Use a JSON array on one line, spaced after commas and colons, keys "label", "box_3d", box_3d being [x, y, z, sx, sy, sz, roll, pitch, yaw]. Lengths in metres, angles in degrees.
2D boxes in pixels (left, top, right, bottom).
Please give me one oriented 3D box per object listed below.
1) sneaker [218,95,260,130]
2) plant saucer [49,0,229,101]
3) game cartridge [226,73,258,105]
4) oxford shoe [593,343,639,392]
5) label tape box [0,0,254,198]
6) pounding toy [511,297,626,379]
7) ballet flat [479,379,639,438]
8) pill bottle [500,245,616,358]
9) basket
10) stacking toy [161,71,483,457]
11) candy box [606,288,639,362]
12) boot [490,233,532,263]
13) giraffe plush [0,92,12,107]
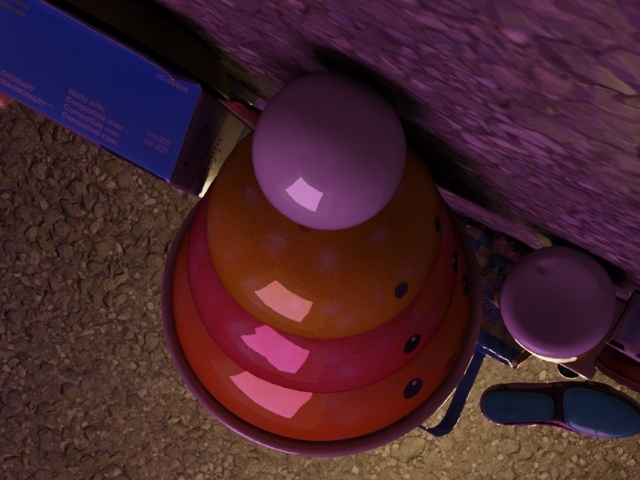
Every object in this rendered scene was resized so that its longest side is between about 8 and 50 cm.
[{"label": "sneaker", "box_3d": [-0.123, -0.124, 1.435, 0.313, 0.136, 0.116, 29, 179, 3]}, {"label": "plant saucer", "box_3d": [-0.194, -0.221, 1.061, 0.241, 0.037, 0.241, 29, 180, 0]}, {"label": "game cartridge", "box_3d": [-0.113, -0.189, 1.220, 0.056, 0.017, 0.083, 24, 177, 34]}, {"label": "oxford shoe", "box_3d": [0.372, 0.127, 1.193, 0.076, 0.076, 0.212, 27, -164, 10]}, {"label": "label tape box", "box_3d": [-0.228, -0.154, 1.099, 0.249, 0.115, 0.347, 29, -178, 10]}, {"label": "pounding toy", "box_3d": [0.333, 0.127, 1.351, 0.100, 0.141, 0.130, 29, 180, 13]}, {"label": "ballet flat", "box_3d": [0.328, 0.219, 1.364, 0.221, 0.077, 0.079, 0, -169, 23]}, {"label": "pill bottle", "box_3d": [0.265, 0.076, 1.120, 0.117, 0.117, 0.215, 28, 180, 16]}, {"label": "basket", "box_3d": [0.161, 0.119, 1.395, 0.201, 0.289, 0.254, 30, -177, 43]}, {"label": "stacking toy", "box_3d": [0.000, 0.000, 0.918, 0.350, 0.351, 0.480, 29, 165, 9]}, {"label": "candy box", "box_3d": [0.421, 0.134, 1.006, 0.159, 0.071, 0.233, 29, 179, -22]}, {"label": "boot", "box_3d": [0.277, 0.033, 1.279, 0.114, 0.037, 0.106, 34, 175, -28]}, {"label": "giraffe plush", "box_3d": [-0.423, -0.279, 1.241, 0.170, 0.181, 0.210, 42, 156, -29]}]
